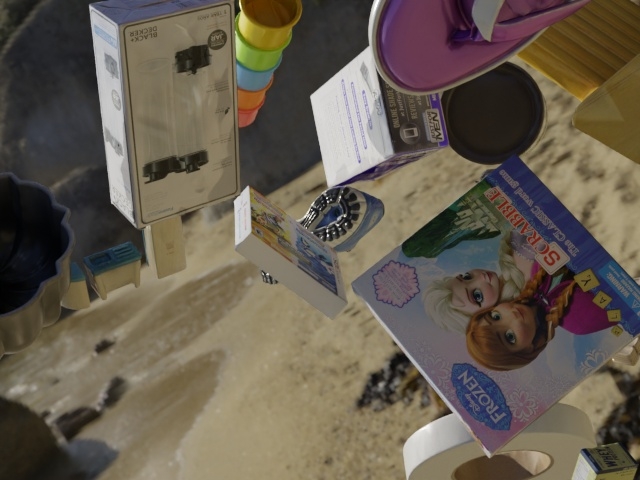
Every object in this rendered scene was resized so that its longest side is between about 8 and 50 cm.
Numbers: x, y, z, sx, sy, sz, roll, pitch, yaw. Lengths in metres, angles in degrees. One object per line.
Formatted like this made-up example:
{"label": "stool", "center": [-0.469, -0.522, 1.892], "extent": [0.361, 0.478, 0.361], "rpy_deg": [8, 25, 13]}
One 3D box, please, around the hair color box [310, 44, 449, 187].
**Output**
{"label": "hair color box", "center": [0.093, -0.212, 1.731], "extent": [0.110, 0.185, 0.339], "rpy_deg": [-11, -2, -17]}

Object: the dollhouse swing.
{"label": "dollhouse swing", "center": [0.400, -0.288, 1.131], "extent": [0.347, 0.305, 0.315], "rpy_deg": [-33, -8, -48]}

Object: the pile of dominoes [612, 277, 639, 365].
{"label": "pile of dominoes", "center": [0.766, 0.190, 2.390], "extent": [0.196, 0.040, 0.251], "rpy_deg": [7, 49, 47]}

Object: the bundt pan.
{"label": "bundt pan", "center": [-0.489, 0.053, 1.353], "extent": [0.330, 0.124, 0.331], "rpy_deg": [-1, 43, 1]}

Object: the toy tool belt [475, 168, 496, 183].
{"label": "toy tool belt", "center": [0.320, -0.100, 1.768], "extent": [0.083, 0.052, 0.051], "rpy_deg": [6, -1, -14]}

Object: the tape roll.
{"label": "tape roll", "center": [0.361, 0.433, 2.015], "extent": [0.392, 0.392, 0.072], "rpy_deg": [-25, 54, 27]}

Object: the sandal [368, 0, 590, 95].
{"label": "sandal", "center": [0.212, -0.264, 0.881], "extent": [0.416, 0.169, 0.102], "rpy_deg": [-36, 33, 23]}

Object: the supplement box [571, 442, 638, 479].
{"label": "supplement box", "center": [0.486, 0.401, 1.713], "extent": [0.083, 0.083, 0.056], "rpy_deg": [-5, 32, -19]}

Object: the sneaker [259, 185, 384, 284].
{"label": "sneaker", "center": [0.000, 0.000, 2.006], "extent": [0.330, 0.130, 0.147], "rpy_deg": [-28, -21, 37]}

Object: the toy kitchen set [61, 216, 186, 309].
{"label": "toy kitchen set", "center": [-0.345, -0.009, 1.580], "extent": [0.207, 0.122, 0.166], "rpy_deg": [-22, 44, -26]}

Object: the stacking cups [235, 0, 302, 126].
{"label": "stacking cups", "center": [-0.102, -0.287, 1.614], "extent": [0.096, 0.096, 0.316], "rpy_deg": [-33, -14, -23]}

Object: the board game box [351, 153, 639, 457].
{"label": "board game box", "center": [0.264, 0.089, 1.445], "extent": [0.318, 0.319, 0.066], "rpy_deg": [-39, -18, -5]}

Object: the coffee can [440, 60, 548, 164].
{"label": "coffee can", "center": [0.359, -0.257, 2.033], "extent": [0.201, 0.202, 0.275], "rpy_deg": [-27, -2, 16]}

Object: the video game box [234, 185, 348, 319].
{"label": "video game box", "center": [-0.050, 0.018, 1.633], "extent": [0.048, 0.205, 0.187], "rpy_deg": [-48, 22, 14]}

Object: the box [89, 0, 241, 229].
{"label": "box", "center": [-0.200, -0.176, 1.316], "extent": [0.169, 0.290, 0.087], "rpy_deg": [-22, 39, -30]}
